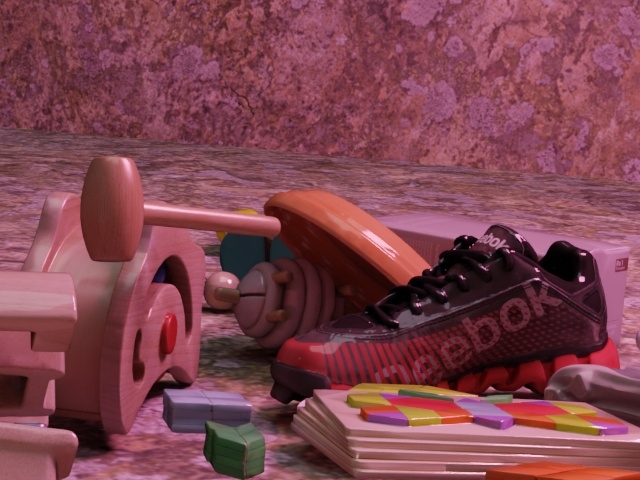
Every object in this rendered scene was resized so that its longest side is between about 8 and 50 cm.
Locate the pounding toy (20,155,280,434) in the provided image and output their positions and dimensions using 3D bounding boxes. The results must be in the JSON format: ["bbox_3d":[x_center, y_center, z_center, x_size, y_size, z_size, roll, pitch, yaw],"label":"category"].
[{"bbox_3d":[-0.109,0.055,0.881,0.155,0.154,0.269,6,-14,8],"label":"pounding toy"}]

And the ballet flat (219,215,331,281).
[{"bbox_3d":[-0.022,0.013,1.299,0.077,0.091,0.241,0,-4,-26],"label":"ballet flat"}]

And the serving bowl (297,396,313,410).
[{"bbox_3d":[0.025,0.123,0.852,0.083,0.027,0.083,6,9,-1],"label":"serving bowl"}]

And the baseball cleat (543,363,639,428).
[{"bbox_3d":[0.244,0.113,0.873,0.109,0.072,0.206,-2,11,-35],"label":"baseball cleat"}]

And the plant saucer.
[{"bbox_3d":[0.040,0.023,1.098,0.200,0.037,0.200,37,-12,9],"label":"plant saucer"}]

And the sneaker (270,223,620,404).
[{"bbox_3d":[0.092,0.056,0.961,0.276,0.135,0.097,-5,13,-22],"label":"sneaker"}]

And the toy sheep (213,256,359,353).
[{"bbox_3d":[-0.026,0.053,1.105,0.132,0.091,0.091,18,2,-26],"label":"toy sheep"}]

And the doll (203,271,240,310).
[{"bbox_3d":[-0.165,0.036,1.289,0.189,0.046,0.129,6,10,15],"label":"doll"}]

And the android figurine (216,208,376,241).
[{"bbox_3d":[0.000,0.000,1.584,0.248,0.056,0.273,6,7,12],"label":"android figurine"}]

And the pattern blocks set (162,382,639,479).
[{"bbox_3d":[0.086,0.103,0.720,0.325,0.026,0.285,3,2,-23],"label":"pattern blocks set"}]

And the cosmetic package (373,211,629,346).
[{"bbox_3d":[0.154,0.038,1.248,0.238,0.107,0.127,16,14,43],"label":"cosmetic package"}]

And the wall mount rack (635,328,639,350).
[{"bbox_3d":[0.347,0.047,0.835,0.350,0.130,0.304,18,15,-21],"label":"wall mount rack"}]

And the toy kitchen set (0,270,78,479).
[{"bbox_3d":[-0.194,0.120,0.677,0.122,0.166,0.207,2,-28,-16],"label":"toy kitchen set"}]
